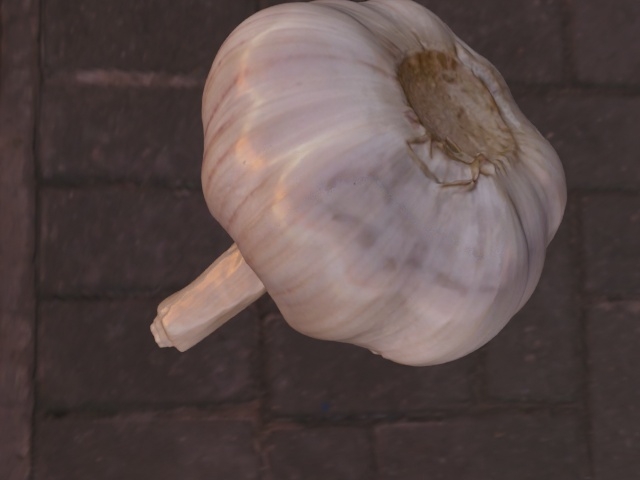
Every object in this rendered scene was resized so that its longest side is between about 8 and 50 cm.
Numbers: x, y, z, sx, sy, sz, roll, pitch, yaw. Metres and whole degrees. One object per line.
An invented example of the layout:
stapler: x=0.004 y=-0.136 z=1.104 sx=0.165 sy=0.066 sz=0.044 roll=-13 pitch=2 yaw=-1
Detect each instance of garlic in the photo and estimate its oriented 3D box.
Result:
garlic: x=0.000 y=0.000 z=0.787 sx=0.199 sy=0.226 sz=0.199 roll=31 pitch=35 yaw=-25
